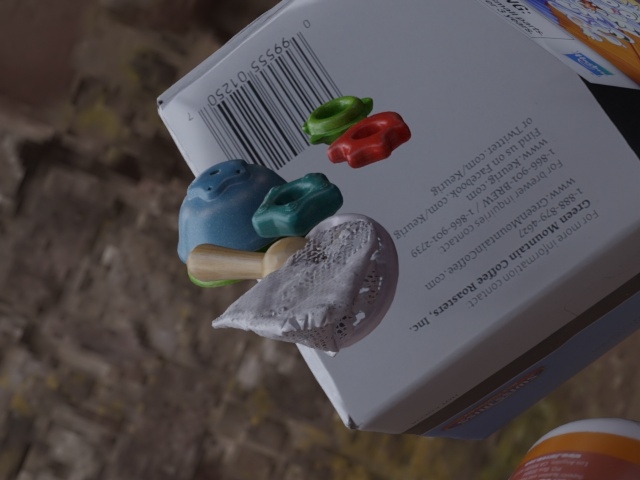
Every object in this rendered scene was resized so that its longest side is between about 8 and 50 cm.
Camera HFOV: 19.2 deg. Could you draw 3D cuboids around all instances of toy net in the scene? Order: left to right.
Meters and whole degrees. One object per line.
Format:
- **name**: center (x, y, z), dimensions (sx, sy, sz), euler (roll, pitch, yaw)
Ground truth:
- **toy net**: center (0.000, 0.000, 0.834), dimensions (0.122, 0.045, 0.232), euler (-26, 22, -3)

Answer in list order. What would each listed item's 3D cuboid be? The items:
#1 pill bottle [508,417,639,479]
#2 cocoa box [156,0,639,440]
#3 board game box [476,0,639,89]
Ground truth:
- **pill bottle**: center (0.081, 0.177, 0.690), dimensions (0.216, 0.121, 0.121), euler (-50, -8, -36)
- **cocoa box**: center (0.134, -0.072, 1.081), dimensions (0.347, 0.231, 0.228), euler (-37, -19, 14)
- **board game box**: center (0.014, -0.146, 0.408), dimensions (0.078, 0.347, 0.233), euler (-61, 24, -5)
